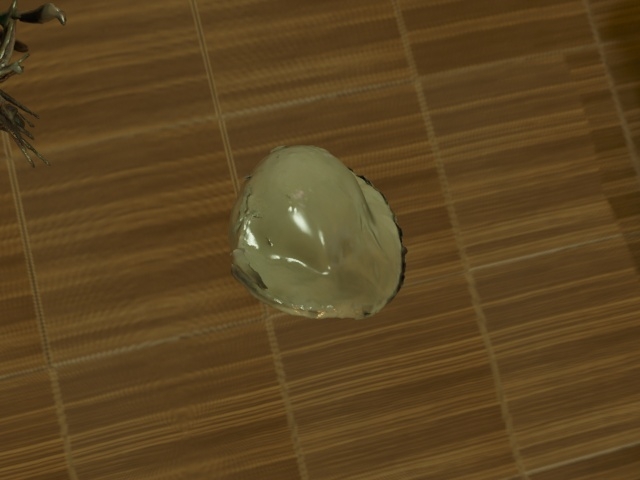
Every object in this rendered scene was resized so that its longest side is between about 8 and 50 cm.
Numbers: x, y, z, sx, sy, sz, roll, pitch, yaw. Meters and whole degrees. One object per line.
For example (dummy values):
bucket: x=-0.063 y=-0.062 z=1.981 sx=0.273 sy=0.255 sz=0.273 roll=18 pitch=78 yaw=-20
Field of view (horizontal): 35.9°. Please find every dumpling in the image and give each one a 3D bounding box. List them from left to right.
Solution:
dumpling: x=0.000 y=0.000 z=0.912 sx=0.172 sy=0.142 sz=0.247 roll=22 pitch=36 yaw=-1

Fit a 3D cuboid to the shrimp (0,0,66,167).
shrimp: x=-0.278 y=-0.156 z=0.727 sx=0.145 sy=0.343 sz=0.116 roll=-45 pitch=63 yaw=-6
